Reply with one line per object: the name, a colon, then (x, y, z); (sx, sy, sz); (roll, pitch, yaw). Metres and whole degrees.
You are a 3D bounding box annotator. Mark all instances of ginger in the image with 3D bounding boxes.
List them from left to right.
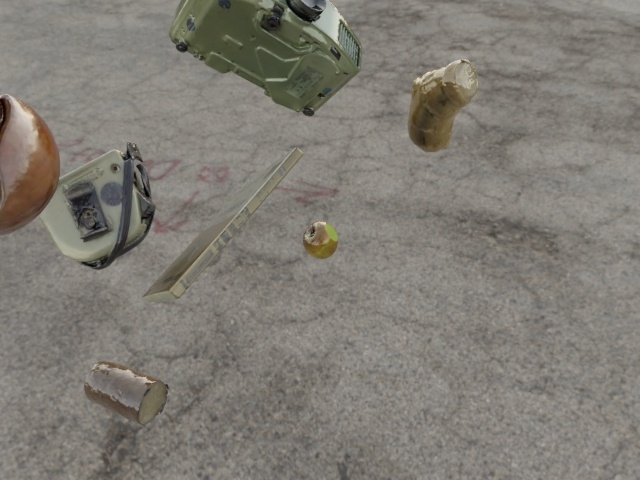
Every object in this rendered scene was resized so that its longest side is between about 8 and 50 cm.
ginger: (0.187, -0.210, 0.796); (0.095, 0.190, 0.069); (9, 58, 4)

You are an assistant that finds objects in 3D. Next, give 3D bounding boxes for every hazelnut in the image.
hazelnut: (-0.311, -0.061, 0.433); (0.154, 0.143, 0.143); (7, 35, -14)

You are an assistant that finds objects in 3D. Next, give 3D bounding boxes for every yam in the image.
yam: (-0.328, 0.253, 0.838); (0.127, 0.084, 0.084); (11, 39, 18)

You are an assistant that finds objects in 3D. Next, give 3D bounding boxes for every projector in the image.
projector: (-0.071, -0.305, 0.757); (0.269, 0.193, 0.088); (21, 58, -30)

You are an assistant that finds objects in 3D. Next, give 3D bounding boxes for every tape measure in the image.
tape measure: (-0.502, -0.071, 1.181); (0.271, 0.231, 0.133); (-31, 1, -6)

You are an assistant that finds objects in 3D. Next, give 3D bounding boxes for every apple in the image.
apple: (0.000, 0.000, 1.513); (0.099, 0.102, 0.114); (-33, 40, 24)

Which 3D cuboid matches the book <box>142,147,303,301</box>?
book: (-0.168, -0.022, 0.840); (0.310, 0.021, 0.217); (-53, 18, -25)
